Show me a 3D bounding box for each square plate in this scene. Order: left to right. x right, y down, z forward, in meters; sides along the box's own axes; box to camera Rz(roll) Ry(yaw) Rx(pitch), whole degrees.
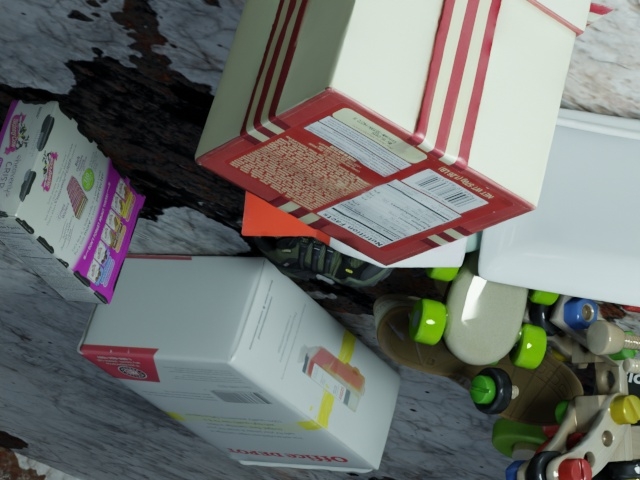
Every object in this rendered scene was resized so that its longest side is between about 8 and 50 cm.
[{"bbox_3d":[0.341,-0.030,1.875,0.347,0.049,0.344,9,152,8],"label":"square plate"}]

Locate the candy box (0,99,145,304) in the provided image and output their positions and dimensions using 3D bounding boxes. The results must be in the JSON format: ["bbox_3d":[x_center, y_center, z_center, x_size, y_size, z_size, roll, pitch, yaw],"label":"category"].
[{"bbox_3d":[-0.314,-0.043,2.199,0.071,0.159,0.233,3,153,26],"label":"candy box"}]

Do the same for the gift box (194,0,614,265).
[{"bbox_3d":[0.083,-0.156,1.547,0.255,0.258,0.276,31,150,-29],"label":"gift box"}]

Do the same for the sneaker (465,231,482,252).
[{"bbox_3d":[0.109,-0.073,1.951,0.151,0.094,0.256,-7,142,14],"label":"sneaker"}]

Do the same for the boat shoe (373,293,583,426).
[{"bbox_3d":[0.206,0.148,2.373,0.302,0.109,0.098,23,-164,-15],"label":"boat shoe"}]

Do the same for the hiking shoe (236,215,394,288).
[{"bbox_3d":[0.000,0.000,2.175,0.226,0.086,0.114,-5,152,43],"label":"hiking shoe"}]

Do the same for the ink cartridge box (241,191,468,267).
[{"bbox_3d":[0.045,-0.057,1.861,0.232,0.066,0.189,-3,132,-13],"label":"ink cartridge box"}]

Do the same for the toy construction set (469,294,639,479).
[{"bbox_3d":[0.364,0.172,2.188,0.237,0.258,0.309,9,143,-34],"label":"toy construction set"}]

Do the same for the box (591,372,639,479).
[{"bbox_3d":[0.489,0.302,2.306,0.322,0.257,0.079,10,157,17],"label":"box"}]

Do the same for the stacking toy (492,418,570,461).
[{"bbox_3d":[0.393,0.355,2.652,0.309,0.130,0.279,27,155,-22],"label":"stacking toy"}]

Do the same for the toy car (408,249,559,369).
[{"bbox_3d":[0.175,0.064,2.150,0.155,0.149,0.188,14,-178,-13],"label":"toy car"}]

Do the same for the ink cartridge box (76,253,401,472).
[{"bbox_3d":[-0.104,0.175,2.545,0.279,0.160,0.384,0,152,35],"label":"ink cartridge box"}]
